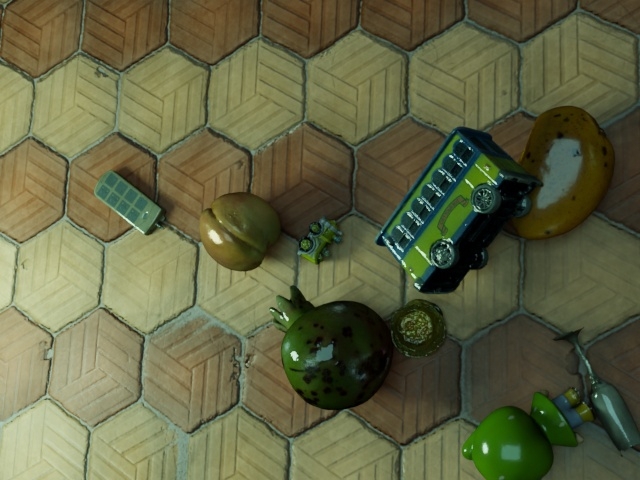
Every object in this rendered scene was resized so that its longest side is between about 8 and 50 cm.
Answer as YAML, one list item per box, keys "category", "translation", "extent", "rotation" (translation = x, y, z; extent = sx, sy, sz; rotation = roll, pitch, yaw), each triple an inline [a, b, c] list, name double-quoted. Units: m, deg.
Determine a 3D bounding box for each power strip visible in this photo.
- category: "power strip"
  translation: [-0.465, -0.091, 2.091]
  extent: [0.227, 0.029, 0.080]
  rotation: [36, 91, 19]

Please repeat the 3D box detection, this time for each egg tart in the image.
- category: "egg tart"
  translation: [0.205, 0.188, 1.834]
  extent: [0.130, 0.052, 0.130]
  rotation: [-2, 82, 17]

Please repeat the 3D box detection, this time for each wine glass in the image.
- category: "wine glass"
  translation: [0.559, 0.300, 1.704]
  extent: [0.074, 0.074, 0.262]
  rotation: [-28, 75, 9]

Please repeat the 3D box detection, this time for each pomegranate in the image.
- category: "pomegranate"
  translation: [-0.002, 0.222, 1.793]
  extent: [0.305, 0.242, 0.242]
  rotation: [22, 86, 21]

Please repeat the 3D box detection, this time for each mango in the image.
- category: "mango"
  translation: [0.495, -0.130, 1.759]
  extent: [0.191, 0.160, 0.290]
  rotation: [24, 91, 11]

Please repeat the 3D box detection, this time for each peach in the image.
- category: "peach"
  translation: [-0.185, -0.023, 1.926]
  extent: [0.184, 0.184, 0.184]
  rotation: [-3, 79, 16]

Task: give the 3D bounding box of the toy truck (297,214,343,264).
- category: "toy truck"
  translation: [0.000, 0.000, 1.922]
  extent: [0.077, 0.076, 0.111]
  rotation: [35, 89, 2]

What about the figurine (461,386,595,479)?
- category: "figurine"
  translation: [0.415, 0.390, 1.697]
  extent: [0.263, 0.143, 0.162]
  rotation: [-32, 69, -4]

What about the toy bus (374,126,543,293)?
- category: "toy bus"
  translation: [0.277, -0.055, 1.743]
  extent: [0.190, 0.152, 0.312]
  rotation: [49, 118, 31]
